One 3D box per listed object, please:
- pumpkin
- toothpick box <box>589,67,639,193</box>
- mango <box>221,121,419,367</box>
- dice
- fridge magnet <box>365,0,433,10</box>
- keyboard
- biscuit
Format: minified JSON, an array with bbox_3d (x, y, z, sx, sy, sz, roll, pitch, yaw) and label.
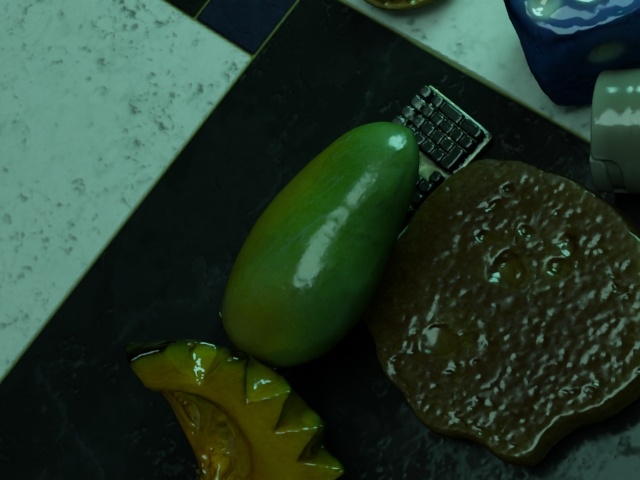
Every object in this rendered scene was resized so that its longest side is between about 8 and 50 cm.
[{"bbox_3d":[-0.067,0.164,1.085,0.130,0.254,0.149,-28,18,1],"label":"pumpkin"},{"bbox_3d":[0.328,-0.095,1.010,0.180,0.111,0.111,1,70,24],"label":"toothpick box"},{"bbox_3d":[0.000,0.000,1.078,0.251,0.114,0.156,-64,20,2],"label":"mango"},{"bbox_3d":[0.247,-0.217,1.084,0.143,0.146,0.147,-20,66,13],"label":"dice"},{"bbox_3d":[0.091,-0.307,1.237,0.143,0.063,0.143,-10,68,24],"label":"fridge magnet"},{"bbox_3d":[0.028,-0.017,1.169,0.317,0.027,0.106,-48,59,1],"label":"keyboard"},{"bbox_3d":[0.171,0.059,1.057,0.257,0.049,0.273,-44,55,5],"label":"biscuit"}]
